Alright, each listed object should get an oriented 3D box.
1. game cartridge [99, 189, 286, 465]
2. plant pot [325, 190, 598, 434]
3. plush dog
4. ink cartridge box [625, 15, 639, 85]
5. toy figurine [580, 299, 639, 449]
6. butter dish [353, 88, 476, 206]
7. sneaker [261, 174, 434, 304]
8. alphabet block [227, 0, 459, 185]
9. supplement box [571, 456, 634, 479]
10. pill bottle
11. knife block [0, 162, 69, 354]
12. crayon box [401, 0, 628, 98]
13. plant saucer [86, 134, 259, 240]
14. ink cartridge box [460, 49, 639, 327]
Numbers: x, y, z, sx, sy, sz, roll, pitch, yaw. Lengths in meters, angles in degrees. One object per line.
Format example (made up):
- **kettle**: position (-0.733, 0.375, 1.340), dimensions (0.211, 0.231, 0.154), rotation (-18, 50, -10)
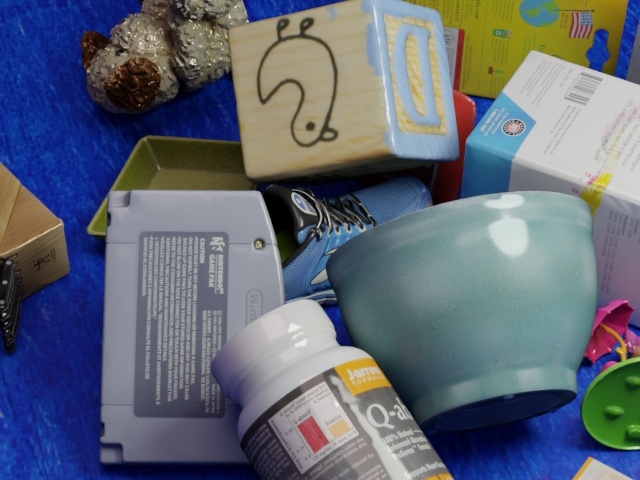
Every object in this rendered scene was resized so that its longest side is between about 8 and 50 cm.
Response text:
- **game cartridge**: position (-0.136, 0.094, 1.707), dimensions (0.198, 0.062, 0.297), rotation (2, 80, -4)
- **plant pot**: position (0.167, 0.092, 1.680), dimensions (0.293, 0.293, 0.196), rotation (-9, 71, -9)
- **plush dog**: position (-0.207, -0.248, 2.093), dimensions (0.225, 0.211, 0.262), rotation (-32, 23, -11)
- **ink cartridge box**: position (0.484, -0.188, 1.944), dimensions (0.197, 0.273, 0.114), rotation (-16, 51, -16)
- **toy figurine**: position (0.354, 0.135, 1.744), dimensions (0.173, 0.130, 0.159), rotation (16, 33, -15)
- **butter dish**: position (0.132, -0.133, 1.992), dimensions (0.160, 0.160, 0.118), rotation (23, 24, 26)
- **sneaker**: position (0.000, 0.000, 1.836), dimensions (0.330, 0.147, 0.130), rotation (-27, 51, -26)
- **alphabet block**: position (0.029, -0.171, 1.860), dimensions (0.197, 0.192, 0.193), rotation (-10, -5, 28)
- **supplement box**: position (0.304, 0.276, 1.638), dimensions (0.098, 0.036, 0.062), rotation (28, 50, 25)
- **pill bottle**: position (0.016, 0.206, 1.569), dimensions (0.162, 0.162, 0.278), rotation (-25, 69, -24)
- **knife block**: position (-0.429, 0.027, 1.845), dimensions (0.242, 0.088, 0.275), rotation (-30, 53, -28)
- **crayon box**: position (0.237, -0.283, 2.087), dimensions (0.318, 0.202, 0.081), rotation (11, 46, 8)
- **plant saucer**: position (-0.164, -0.049, 1.938), dimensions (0.188, 0.045, 0.188), rotation (5, 44, 19)
- **ink cartridge box**: position (0.325, -0.058, 1.861), dimensions (0.270, 0.197, 0.198), rotation (21, 48, 20)
